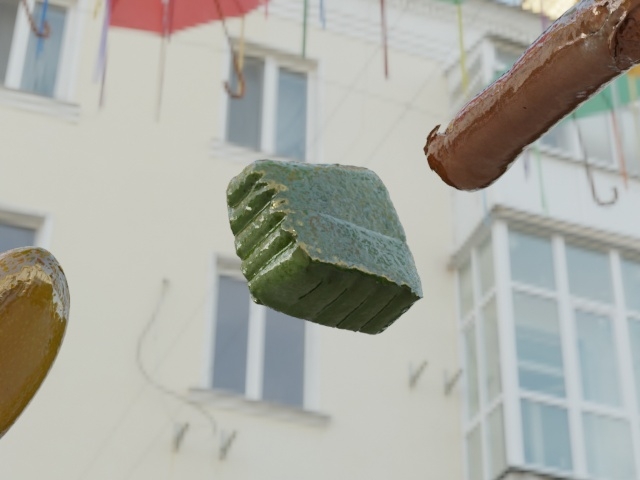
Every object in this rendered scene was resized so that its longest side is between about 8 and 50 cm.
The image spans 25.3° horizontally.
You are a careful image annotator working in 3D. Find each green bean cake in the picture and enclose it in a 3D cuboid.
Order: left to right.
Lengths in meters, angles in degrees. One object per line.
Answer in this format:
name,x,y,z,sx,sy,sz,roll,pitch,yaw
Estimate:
green bean cake,0.000,0.000,1.845,0.248,0.222,0.125,16,-45,-41

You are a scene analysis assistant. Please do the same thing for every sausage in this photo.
sausage,0.237,-0.161,1.470,0.094,0.094,0.419,-30,-6,-31

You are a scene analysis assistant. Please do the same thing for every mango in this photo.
mango,-0.206,0.074,0.738,0.085,0.184,0.102,16,-43,43
